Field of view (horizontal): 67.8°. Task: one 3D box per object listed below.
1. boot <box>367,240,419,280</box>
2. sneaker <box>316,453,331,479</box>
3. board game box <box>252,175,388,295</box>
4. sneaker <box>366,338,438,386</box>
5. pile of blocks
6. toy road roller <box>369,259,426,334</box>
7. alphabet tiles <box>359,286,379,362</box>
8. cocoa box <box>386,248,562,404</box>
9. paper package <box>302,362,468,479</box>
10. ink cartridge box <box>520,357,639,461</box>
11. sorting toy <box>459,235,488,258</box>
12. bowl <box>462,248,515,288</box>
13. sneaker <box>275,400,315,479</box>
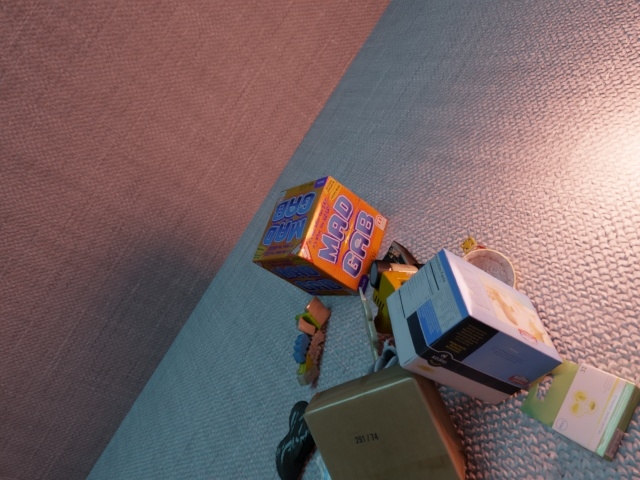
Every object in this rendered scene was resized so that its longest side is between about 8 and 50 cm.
[{"bbox_3d":[0.273,0.120,1.767,0.179,0.085,0.236,-52,24,14],"label":"boot"},{"bbox_3d":[0.034,0.694,1.545,0.092,0.088,0.229,-10,46,12],"label":"sneaker"},{"bbox_3d":[0.000,0.000,2.010,0.356,0.356,0.357,-9,55,52],"label":"board game box"},{"bbox_3d":[0.226,0.470,1.373,0.137,0.210,0.366,-19,47,48],"label":"sneaker"},{"bbox_3d":[-0.071,0.406,1.939,0.112,0.148,0.363,-24,44,44],"label":"pile of blocks"},{"bbox_3d":[0.275,0.211,1.508,0.329,0.202,0.241,-123,40,-72],"label":"toy road roller"},{"bbox_3d":[0.169,0.306,1.572,0.021,0.284,0.278,-12,60,1],"label":"alphabet tiles"},{"bbox_3d":[0.382,0.226,1.214,0.228,0.346,0.232,-48,29,30],"label":"cocoa box"},{"bbox_3d":[0.169,0.505,1.225,0.324,0.310,0.168,-26,-4,18],"label":"paper package"},{"bbox_3d":[0.582,0.366,1.102,0.235,0.056,0.171,19,78,58],"label":"ink cartridge box"},{"bbox_3d":[0.447,0.120,1.541,0.275,0.046,0.132,-58,30,0],"label":"sorting toy"},{"bbox_3d":[0.487,0.114,1.426,0.170,0.170,0.080,-57,-14,0],"label":"bowl"},{"bbox_3d":[-0.069,0.717,1.692,0.130,0.109,0.287,-11,55,44],"label":"sneaker"}]
